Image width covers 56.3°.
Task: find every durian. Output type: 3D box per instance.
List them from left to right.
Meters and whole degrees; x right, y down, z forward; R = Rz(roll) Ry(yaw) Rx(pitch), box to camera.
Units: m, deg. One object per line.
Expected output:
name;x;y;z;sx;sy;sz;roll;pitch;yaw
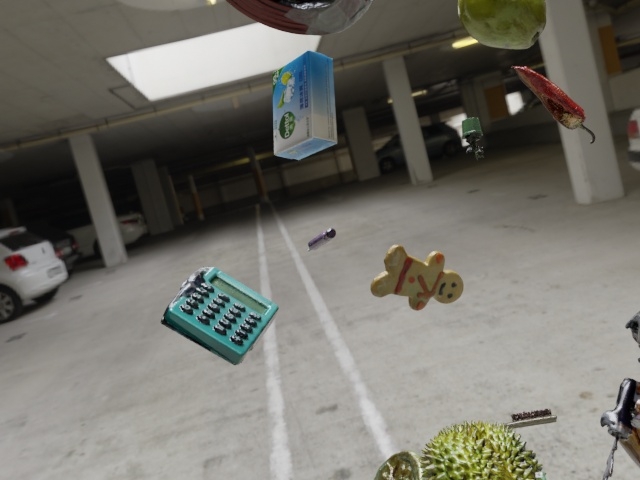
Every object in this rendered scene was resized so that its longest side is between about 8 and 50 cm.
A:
durian;0.325;0.483;1.160;0.225;0.290;0.291;-15;4;28

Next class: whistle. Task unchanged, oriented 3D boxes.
whistle;0.000;0.000;1.665;0.033;0.033;0.176;-17;-7;-24

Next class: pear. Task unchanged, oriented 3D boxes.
pear;0.498;-0.640;1.645;0.212;0.269;0.212;-35;-19;-14

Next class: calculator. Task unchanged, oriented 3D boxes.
calculator;-0.258;0.185;1.574;0.058;0.248;0.274;-62;-5;29

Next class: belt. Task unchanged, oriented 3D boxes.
belt;-0.053;-0.503;1.095;0.324;0.115;0.227;21;-32;-19

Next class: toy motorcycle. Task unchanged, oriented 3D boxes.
toy motorcycle;0.507;0.201;0.866;0.134;0.400;0.207;27;-20;-4

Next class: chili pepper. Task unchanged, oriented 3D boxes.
chili pepper;0.559;-0.329;1.416;0.050;0.268;0.059;-48;0;-20

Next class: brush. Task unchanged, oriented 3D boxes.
brush;0.460;0.456;1.494;0.248;0.036;0.043;-14;-34;11

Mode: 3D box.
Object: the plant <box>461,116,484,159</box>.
plant;0.362;-0.238;1.421;0.051;0.102;0.051;-7;-8;-1

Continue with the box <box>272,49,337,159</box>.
box;-0.037;-0.288;1.290;0.073;0.194;0.139;5;-12;-39

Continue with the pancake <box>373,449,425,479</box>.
pancake;0.228;0.742;1.784;0.253;0.037;0.253;-48;22;26

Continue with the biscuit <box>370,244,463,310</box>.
biscuit;0.241;0.094;1.418;0.235;0.153;0.030;19;13;-22

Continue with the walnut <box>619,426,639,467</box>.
walnut;0.712;0.431;1.245;0.137;0.245;0.137;-40;-14;-12
